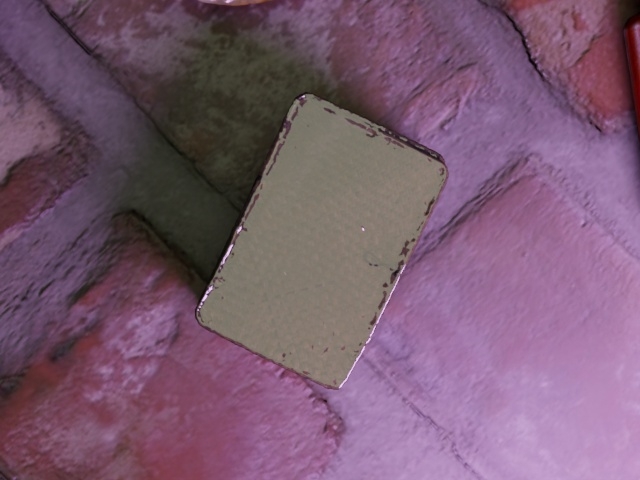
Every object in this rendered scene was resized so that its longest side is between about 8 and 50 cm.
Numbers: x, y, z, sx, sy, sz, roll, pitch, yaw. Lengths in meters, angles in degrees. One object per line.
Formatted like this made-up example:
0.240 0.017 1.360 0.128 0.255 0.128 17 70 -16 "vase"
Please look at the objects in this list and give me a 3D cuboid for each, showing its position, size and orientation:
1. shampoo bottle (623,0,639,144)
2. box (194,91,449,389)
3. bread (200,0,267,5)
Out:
0.410 -0.169 1.257 0.118 0.076 0.314 -8 92 1 "shampoo bottle"
0.000 0.000 1.219 0.184 0.143 0.273 25 90 -2 "box"
-0.088 -0.398 1.160 0.250 0.225 0.279 -13 81 -6 "bread"
